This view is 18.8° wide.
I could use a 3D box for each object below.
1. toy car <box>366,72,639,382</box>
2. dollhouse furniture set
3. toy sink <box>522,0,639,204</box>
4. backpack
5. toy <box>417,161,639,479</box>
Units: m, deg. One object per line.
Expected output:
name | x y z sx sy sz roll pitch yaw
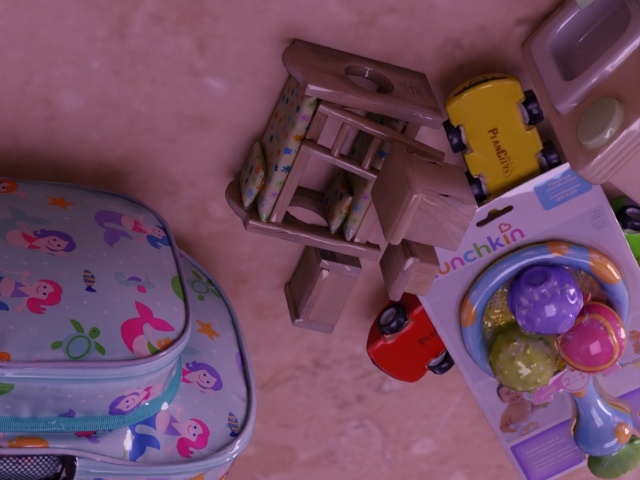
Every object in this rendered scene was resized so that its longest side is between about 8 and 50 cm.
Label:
toy car | 0.157 -0.005 1.276 0.225 0.053 0.239 6 124 -15
dollhouse furniture set | 0.000 0.000 1.182 0.101 0.161 0.182 13 120 -19
toy sink | 0.215 -0.096 1.163 0.234 0.153 0.131 33 113 -29
backpack | -0.165 0.078 1.171 0.253 0.225 0.191 12 127 -23
toy | 0.158 0.071 1.262 0.137 0.056 0.237 -26 126 7
